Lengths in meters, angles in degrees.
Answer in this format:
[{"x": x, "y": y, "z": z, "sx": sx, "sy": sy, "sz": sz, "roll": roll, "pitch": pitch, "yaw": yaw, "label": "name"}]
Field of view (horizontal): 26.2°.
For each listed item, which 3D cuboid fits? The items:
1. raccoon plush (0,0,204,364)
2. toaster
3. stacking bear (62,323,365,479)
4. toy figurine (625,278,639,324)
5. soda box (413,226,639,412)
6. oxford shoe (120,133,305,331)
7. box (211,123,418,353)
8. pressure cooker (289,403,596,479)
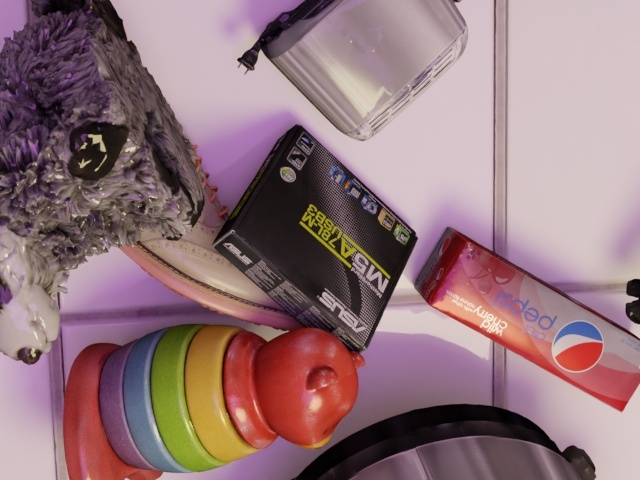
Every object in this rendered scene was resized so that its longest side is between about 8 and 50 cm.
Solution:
[{"x": -0.298, "y": -0.092, "z": 1.312, "sx": 0.299, "sy": 0.446, "sz": 0.216, "roll": -27, "pitch": 140, "yaw": 9, "label": "raccoon plush"}, {"x": 0.043, "y": -0.206, "z": 1.424, "sx": 0.227, "sy": 0.129, "sz": 0.146, "roll": -43, "pitch": 106, "yaw": 0, "label": "toaster"}, {"x": -0.098, "y": 0.161, "z": 1.400, "sx": 0.289, "sy": 0.175, "sz": 0.164, "roll": -11, "pitch": 87, "yaw": 22, "label": "stacking bear"}, {"x": 0.462, "y": 0.076, "z": 1.493, "sx": 0.209, "sy": 0.148, "sz": 0.213, "roll": -39, "pitch": 104, "yaw": -35, "label": "toy figurine"}, {"x": 0.238, "y": 0.088, "z": 1.528, "sx": 0.263, "sy": 0.092, "sz": 0.083, "roll": 29, "pitch": 96, "yaw": -13, "label": "soda box"}, {"x": -0.147, "y": -0.031, "z": 1.426, "sx": 0.397, "sy": 0.140, "sz": 0.146, "roll": 29, "pitch": 90, "yaw": -14, "label": "oxford shoe"}, {"x": 0.000, "y": 0.000, "z": 1.441, "sx": 0.191, "sy": 0.184, "sz": 0.045, "roll": 43, "pitch": 133, "yaw": -14, "label": "box"}, {"x": 0.142, "y": 0.374, "z": 1.420, "sx": 0.375, "sy": 0.420, "sz": 0.370, "roll": -43, "pitch": 130, "yaw": 18, "label": "pressure cooker"}]
